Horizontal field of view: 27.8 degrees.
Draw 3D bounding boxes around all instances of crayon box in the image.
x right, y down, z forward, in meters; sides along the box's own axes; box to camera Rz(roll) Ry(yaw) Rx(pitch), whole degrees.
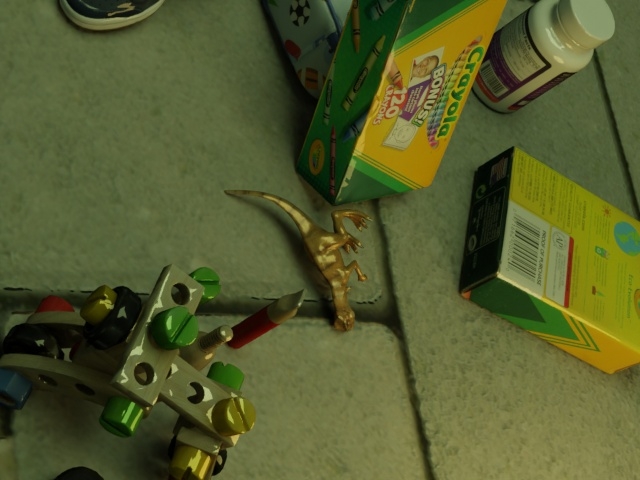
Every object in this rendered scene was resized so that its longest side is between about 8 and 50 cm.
[{"bbox_3d":[0.092,-0.183,1.488,0.165,0.278,0.081,-13,45,-40],"label":"crayon box"},{"bbox_3d":[0.336,0.040,1.693,0.319,0.081,0.202,28,54,-23],"label":"crayon box"}]

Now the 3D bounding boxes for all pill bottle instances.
[{"bbox_3d":[0.296,-0.258,1.731,0.108,0.193,0.108,17,60,-31],"label":"pill bottle"}]

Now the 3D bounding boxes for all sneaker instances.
[{"bbox_3d":[-0.157,-0.339,1.412,0.282,0.153,0.099,-33,86,-23],"label":"sneaker"}]

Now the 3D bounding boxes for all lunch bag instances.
[{"bbox_3d":[0.045,-0.322,1.629,0.243,0.115,0.303,-6,74,-41],"label":"lunch bag"}]

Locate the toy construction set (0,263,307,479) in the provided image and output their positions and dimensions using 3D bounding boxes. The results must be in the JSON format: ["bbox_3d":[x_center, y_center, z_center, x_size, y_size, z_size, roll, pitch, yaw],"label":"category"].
[{"bbox_3d":[-0.122,0.113,1.203,0.309,0.237,0.257,-37,93,-42],"label":"toy construction set"}]

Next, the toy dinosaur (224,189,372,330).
[{"bbox_3d":[0.000,0.000,1.469,0.112,0.064,0.211,-32,90,-41],"label":"toy dinosaur"}]
